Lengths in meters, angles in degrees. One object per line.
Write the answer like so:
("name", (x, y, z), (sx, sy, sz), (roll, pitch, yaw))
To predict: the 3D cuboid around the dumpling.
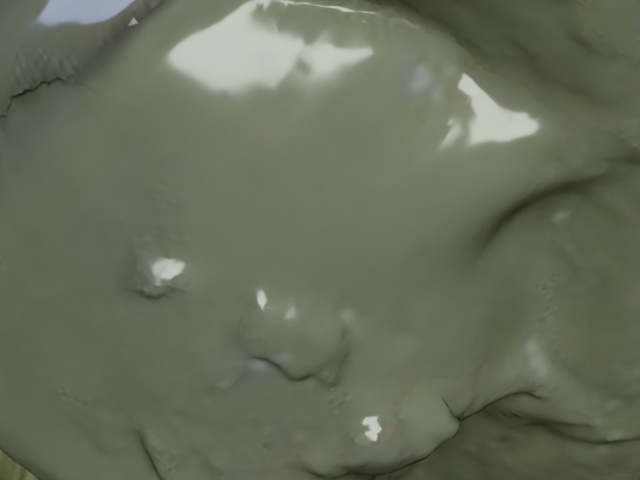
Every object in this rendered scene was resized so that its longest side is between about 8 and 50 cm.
("dumpling", (0.000, 0.000, 0.623), (0.315, 0.395, 0.233), (33, 47, -14))
